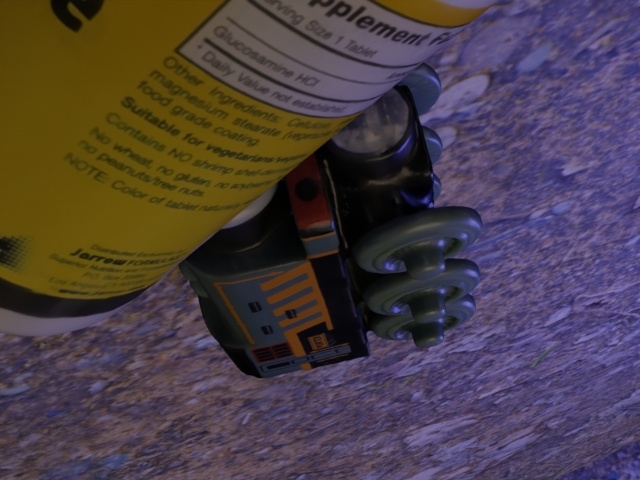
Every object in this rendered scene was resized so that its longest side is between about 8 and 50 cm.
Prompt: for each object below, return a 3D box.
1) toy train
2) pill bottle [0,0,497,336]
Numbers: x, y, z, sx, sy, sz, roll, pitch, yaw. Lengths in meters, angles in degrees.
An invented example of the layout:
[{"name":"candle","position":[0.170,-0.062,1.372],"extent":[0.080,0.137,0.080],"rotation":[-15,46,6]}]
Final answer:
[{"name":"toy train","position":[0.000,0.000,0.779],"extent":[0.190,0.142,0.334],"rotation":[-15,161,1]},{"name":"pill bottle","position":[-0.043,-0.120,0.430],"extent":[0.334,0.188,0.188],"rotation":[-38,152,31]}]
